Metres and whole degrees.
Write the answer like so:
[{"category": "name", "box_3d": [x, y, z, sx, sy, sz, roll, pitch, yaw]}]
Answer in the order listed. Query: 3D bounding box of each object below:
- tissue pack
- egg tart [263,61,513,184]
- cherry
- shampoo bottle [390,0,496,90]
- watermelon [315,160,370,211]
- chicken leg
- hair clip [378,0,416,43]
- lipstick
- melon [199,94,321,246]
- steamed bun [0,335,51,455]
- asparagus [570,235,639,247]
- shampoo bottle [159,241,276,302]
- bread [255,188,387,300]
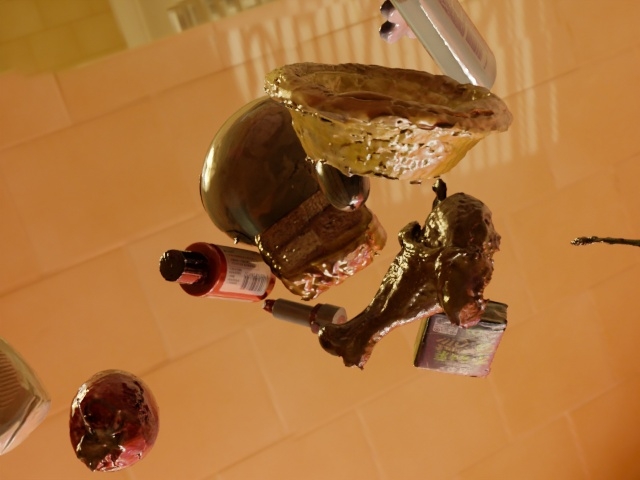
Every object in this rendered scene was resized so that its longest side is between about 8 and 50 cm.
[{"category": "tissue pack", "box_3d": [0.300, 0.206, 2.354, 0.235, 0.173, 0.073, 96, 3, -54]}, {"category": "egg tart", "box_3d": [0.091, -0.160, 1.495, 0.345, 0.345, 0.132, 29, -63, 55]}, {"category": "cherry", "box_3d": [-0.399, 0.336, 2.099, 0.250, 0.175, 0.192, -121, -163, -74]}, {"category": "shampoo bottle", "box_3d": [0.167, -0.380, 1.710, 0.359, 0.078, 0.134, 45, 39, -40]}, {"category": "watermelon", "box_3d": [0.036, -0.092, 1.642, 0.111, 0.078, 0.078, 65, -22, 21]}, {"category": "chicken leg", "box_3d": [0.176, 0.088, 1.832, 0.140, 0.361, 0.211, 30, 7, -48]}, {"category": "hair clip", "box_3d": [0.216, -0.485, 2.127, 0.146, 0.257, 0.075, 33, 30, -51]}, {"category": "lipstick", "box_3d": [-0.041, 0.144, 2.105, 0.186, 0.057, 0.063, 11, -55, 31]}, {"category": "melon", "box_3d": [-0.097, -0.134, 2.178, 0.268, 0.330, 0.268, 28, -17, 10]}, {"category": "steamed bun", "box_3d": [-0.583, 0.285, 1.972, 0.238, 0.170, 0.152, 40, -9, 35]}, {"category": "asparagus", "box_3d": [0.583, 0.003, 2.091, 0.233, 0.022, 0.023, 2, -65, 42]}, {"category": "shampoo bottle", "box_3d": [-0.198, 0.059, 2.052, 0.104, 0.278, 0.104, -4, -98, 30]}, {"category": "bread", "box_3d": [0.000, 0.000, 2.029, 0.096, 0.222, 0.181, 53, 3, -46]}]
